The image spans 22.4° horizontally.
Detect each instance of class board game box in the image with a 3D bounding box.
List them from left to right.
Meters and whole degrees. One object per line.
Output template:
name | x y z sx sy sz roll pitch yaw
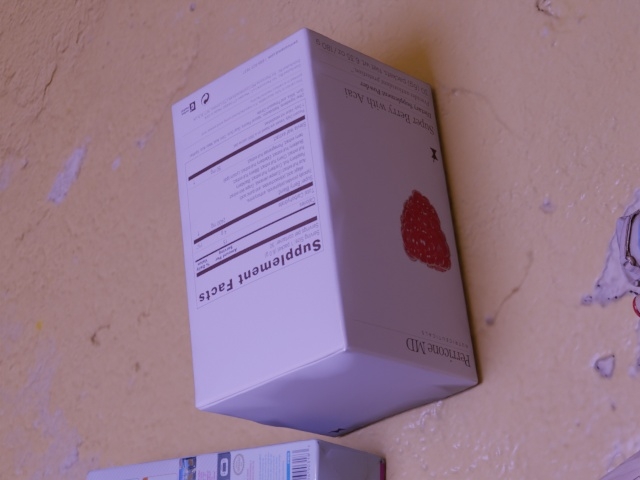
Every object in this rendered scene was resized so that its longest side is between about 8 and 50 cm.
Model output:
board game box | -0.086 0.309 1.451 0.303 0.097 0.224 -13 68 40

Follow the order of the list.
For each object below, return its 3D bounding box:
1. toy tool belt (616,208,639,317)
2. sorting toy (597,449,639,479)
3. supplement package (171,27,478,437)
toy tool belt | 0.258 0.014 1.243 0.051 0.052 0.083 -29 59 45
sorting toy | 0.218 0.325 1.156 0.257 0.089 0.255 -42 52 26
supplement package | 0.000 0.000 1.405 0.175 0.177 0.293 -25 61 36
